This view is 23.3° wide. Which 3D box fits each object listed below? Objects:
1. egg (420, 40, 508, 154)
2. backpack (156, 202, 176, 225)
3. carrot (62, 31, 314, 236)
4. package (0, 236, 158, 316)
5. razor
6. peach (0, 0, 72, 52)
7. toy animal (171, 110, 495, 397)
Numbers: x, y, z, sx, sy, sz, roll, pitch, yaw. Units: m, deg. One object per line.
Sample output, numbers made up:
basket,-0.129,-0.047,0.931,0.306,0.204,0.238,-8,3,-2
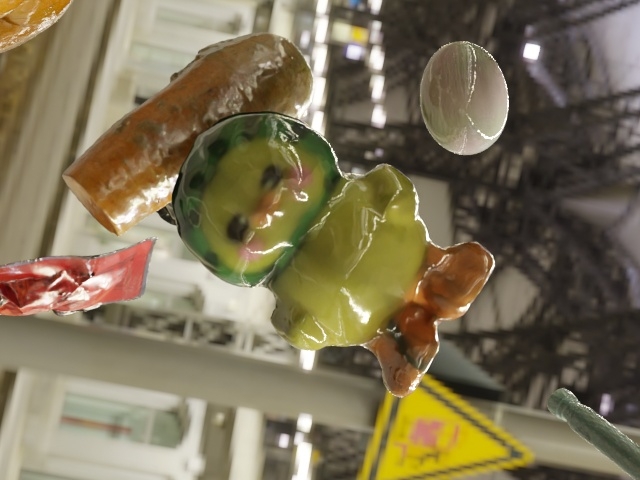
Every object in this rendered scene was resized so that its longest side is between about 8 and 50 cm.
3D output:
egg,0.168,-0.167,1.814,0.103,0.103,0.135,-99,179,-71
backpack,-0.146,-0.095,2.176,0.206,0.133,0.258,-36,-167,-6
carrot,-0.140,-0.125,1.756,0.302,0.139,0.139,-41,174,-18
package,-0.359,0.064,2.111,0.194,0.269,0.071,130,-48,-65
razor,0.270,0.187,1.303,0.106,0.068,0.232,-49,-143,0
peach,-0.383,-0.310,1.412,0.343,0.342,0.302,156,-86,-82
toy animal,-0.001,-0.001,1.647,0.216,0.338,0.191,-56,-170,4
